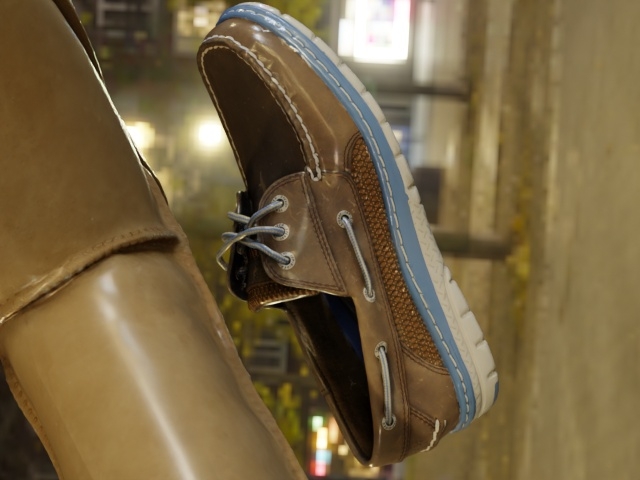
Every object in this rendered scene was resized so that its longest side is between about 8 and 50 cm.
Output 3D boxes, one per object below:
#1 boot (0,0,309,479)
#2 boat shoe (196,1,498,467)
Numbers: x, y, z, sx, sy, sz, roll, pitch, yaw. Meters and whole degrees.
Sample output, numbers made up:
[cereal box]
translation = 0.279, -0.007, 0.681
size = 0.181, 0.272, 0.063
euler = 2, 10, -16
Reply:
[boot]
translation = -0.050, 0.050, 0.479
size = 0.269, 0.089, 0.236
euler = 61, -173, 31
[boat shoe]
translation = 0.000, 0.000, 0.650
size = 0.183, 0.066, 0.066
euler = 59, 149, -4
